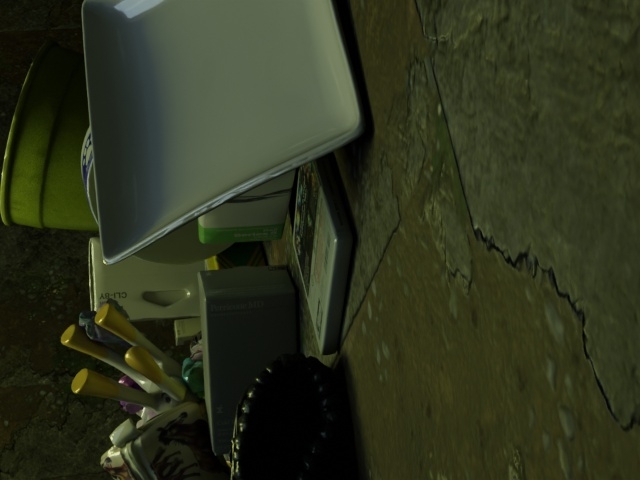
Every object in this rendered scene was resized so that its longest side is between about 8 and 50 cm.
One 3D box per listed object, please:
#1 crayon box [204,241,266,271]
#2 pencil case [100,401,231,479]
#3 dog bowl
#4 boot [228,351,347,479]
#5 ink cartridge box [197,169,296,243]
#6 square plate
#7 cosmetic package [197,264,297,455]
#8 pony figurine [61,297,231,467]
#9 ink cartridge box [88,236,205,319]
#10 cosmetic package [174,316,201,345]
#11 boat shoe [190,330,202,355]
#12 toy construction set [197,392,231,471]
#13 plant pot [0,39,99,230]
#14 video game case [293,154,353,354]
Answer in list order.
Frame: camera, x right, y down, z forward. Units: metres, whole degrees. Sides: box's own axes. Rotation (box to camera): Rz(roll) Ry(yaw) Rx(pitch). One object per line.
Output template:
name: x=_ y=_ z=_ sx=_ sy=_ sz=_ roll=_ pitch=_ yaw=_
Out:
crayon box: x=-0.125 y=0.117 z=1.662 sx=0.318 sy=0.081 sz=0.202 roll=-108 pitch=17 yaw=-49
pencil case: x=-0.163 y=0.430 z=1.482 sx=0.410 sy=0.160 sz=0.183 roll=62 pitch=-175 yaw=7
dog bowl: x=-0.217 y=-0.100 z=1.556 sx=0.104 sy=0.265 sz=0.265 roll=-122 pitch=29 yaw=-61
boot: x=-0.041 y=0.309 z=1.205 sx=0.260 sy=0.131 sz=0.348 roll=135 pitch=129 yaw=-75
ink cartridge box: x=-0.096 y=-0.136 z=1.274 sx=0.273 sy=0.114 sz=0.198 roll=109 pitch=158 yaw=-69
square plate: x=-0.110 y=-0.185 z=1.089 sx=0.344 sy=0.049 sz=0.347 roll=-26 pitch=62 yaw=31
cosmetic package: x=-0.097 y=0.159 z=1.433 sx=0.107 sy=0.127 sz=0.238 roll=-116 pitch=22 yaw=-64
pony figurine: x=-0.261 y=0.248 z=1.793 sx=0.303 sy=0.363 sz=0.351 roll=-50 pitch=26 yaw=2
ink cartridge box: x=-0.317 y=0.078 z=2.101 sx=0.384 sy=0.279 sz=0.160 roll=158 pitch=108 yaw=-78
cosmetic package: x=-0.251 y=0.190 z=2.230 sx=0.060 sy=0.115 sz=0.041 roll=108 pitch=153 yaw=-65
boat shoe: x=-0.216 y=0.219 z=2.125 sx=0.285 sy=0.092 sz=0.103 roll=121 pitch=142 yaw=-71
toy construction set: x=-0.225 y=0.418 z=2.031 sx=0.215 sy=0.151 sz=0.328 roll=-22 pitch=68 yaw=42
plant pot: x=-0.391 y=-0.163 z=2.043 sx=0.366 sy=0.353 sz=0.366 roll=-165 pitch=90 yaw=-84
video game case: x=0.000 y=0.000 z=1.143 sx=0.190 sy=0.022 sz=0.173 roll=96 pitch=164 yaw=-47
